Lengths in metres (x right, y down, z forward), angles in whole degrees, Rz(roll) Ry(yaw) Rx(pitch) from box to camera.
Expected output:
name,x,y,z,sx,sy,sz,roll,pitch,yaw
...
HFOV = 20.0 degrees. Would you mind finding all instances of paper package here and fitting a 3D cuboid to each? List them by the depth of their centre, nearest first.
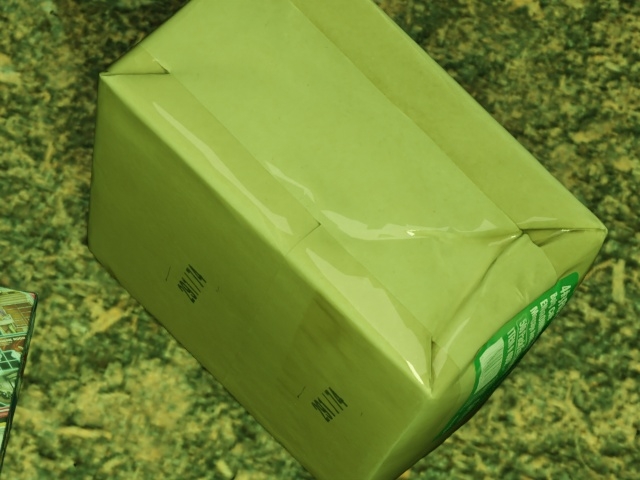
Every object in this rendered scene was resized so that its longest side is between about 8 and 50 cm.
name,x,y,z,sx,sy,sz,roll,pitch,yaw
paper package,0.000,0.000,1.238,0.309,0.325,0.168,44,68,9

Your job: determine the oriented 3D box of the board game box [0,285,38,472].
name,x,y,z,sx,sy,sz,roll,pitch,yaw
board game box,-0.338,0.095,1.298,0.243,0.042,0.165,11,66,-4
